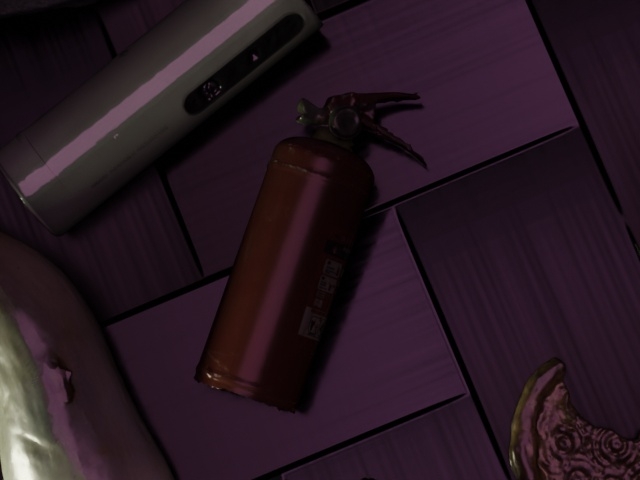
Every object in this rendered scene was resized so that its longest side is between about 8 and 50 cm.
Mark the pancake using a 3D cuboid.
[{"bbox_3d":[0.275,0.202,1.896,0.190,0.020,0.184,-1,82,4],"label":"pancake"}]

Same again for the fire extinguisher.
[{"bbox_3d":[0.000,0.000,1.907,0.147,0.106,0.337,22,85,-18],"label":"fire extinguisher"}]

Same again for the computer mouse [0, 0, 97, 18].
[{"bbox_3d":[-0.321,-0.309,1.956,0.374,0.114,0.203,-16,82,2],"label":"computer mouse"}]

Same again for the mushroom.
[{"bbox_3d":[-0.283,0.123,1.901,0.177,0.126,0.397,-24,86,10],"label":"mushroom"}]

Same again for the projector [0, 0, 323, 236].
[{"bbox_3d":[-0.158,-0.146,1.928,0.337,0.108,0.108,-39,82,0],"label":"projector"}]

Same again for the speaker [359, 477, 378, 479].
[{"bbox_3d":[0.037,0.421,1.804,0.259,0.198,0.329,38,93,31],"label":"speaker"}]
